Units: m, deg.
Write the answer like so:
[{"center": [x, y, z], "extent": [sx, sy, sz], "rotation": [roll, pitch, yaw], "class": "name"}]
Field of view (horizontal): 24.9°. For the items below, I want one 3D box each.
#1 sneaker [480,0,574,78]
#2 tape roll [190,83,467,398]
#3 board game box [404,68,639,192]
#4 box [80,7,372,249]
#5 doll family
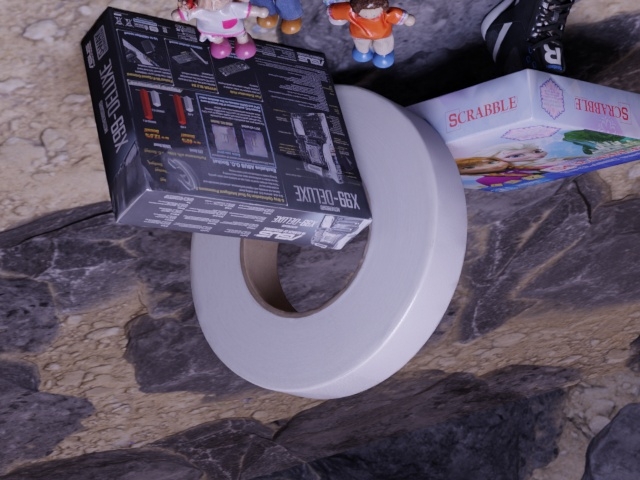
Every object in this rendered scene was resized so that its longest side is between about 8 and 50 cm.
[{"center": [0.276, -0.262, 1.709], "extent": [0.079, 0.121, 0.217], "rotation": [-1, 150, -27], "class": "sneaker"}, {"center": [0.000, 0.000, 1.783], "extent": [0.392, 0.392, 0.072], "rotation": [-31, 150, 29], "class": "tape roll"}, {"center": [0.248, -0.132, 1.870], "extent": [0.318, 0.066, 0.318], "rotation": [5, 167, -42], "class": "board game box"}, {"center": [-0.104, -0.123, 1.652], "extent": [0.307, 0.243, 0.076], "rotation": [6, 146, -37], "class": "box"}, {"center": [-0.027, -0.279, 1.567], "extent": [0.262, 0.118, 0.163], "rotation": [2, 160, 6], "class": "doll family"}]
